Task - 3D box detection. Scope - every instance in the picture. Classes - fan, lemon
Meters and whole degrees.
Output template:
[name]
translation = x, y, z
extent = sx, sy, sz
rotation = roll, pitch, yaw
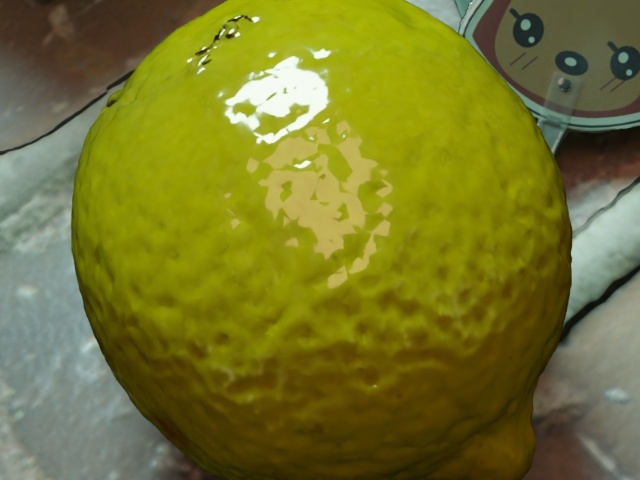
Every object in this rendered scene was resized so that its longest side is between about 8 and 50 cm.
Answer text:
[fan]
translation = 0.135, -0.089, 0.700
extent = 0.132, 0.009, 0.220
rotation = 16, 92, -3
[lemon]
translation = 0.003, 0.008, 0.595
extent = 0.228, 0.228, 0.253
rotation = -19, 67, -4

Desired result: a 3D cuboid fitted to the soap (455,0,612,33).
[soap]
translation = 0.173, -0.186, 0.752
extent = 0.198, 0.066, 0.119
rotation = -16, 71, -3
